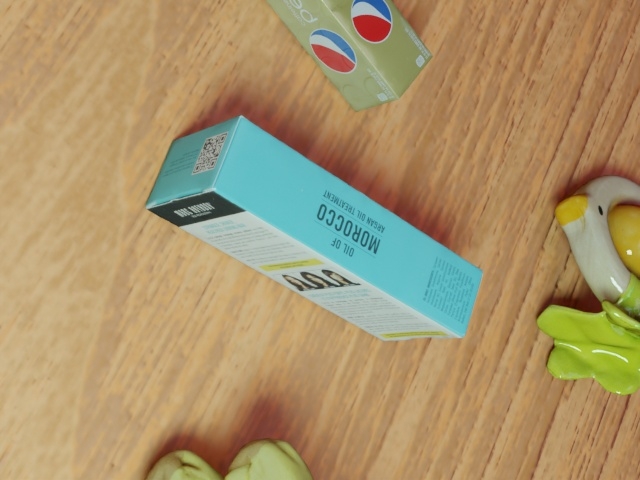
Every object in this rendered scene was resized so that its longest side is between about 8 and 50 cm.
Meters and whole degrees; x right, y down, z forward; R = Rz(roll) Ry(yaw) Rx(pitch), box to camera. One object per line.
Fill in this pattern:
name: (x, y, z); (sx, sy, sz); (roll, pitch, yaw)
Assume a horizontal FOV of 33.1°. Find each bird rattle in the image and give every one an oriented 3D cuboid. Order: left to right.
bird rattle: (0.318, 0.028, 1.022); (0.253, 0.143, 0.207); (-18, 79, -38)

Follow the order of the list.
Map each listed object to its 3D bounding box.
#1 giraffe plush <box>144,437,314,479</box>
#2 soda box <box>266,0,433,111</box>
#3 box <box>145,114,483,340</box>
giraffe plush: (-0.018, 0.246, 0.745); (0.170, 0.210, 0.181); (49, 52, -55)
soda box: (0.006, -0.192, 0.854); (0.181, 0.061, 0.058); (49, 61, -21)
box: (0.000, 0.000, 0.807); (0.244, 0.100, 0.060); (31, 67, -30)
